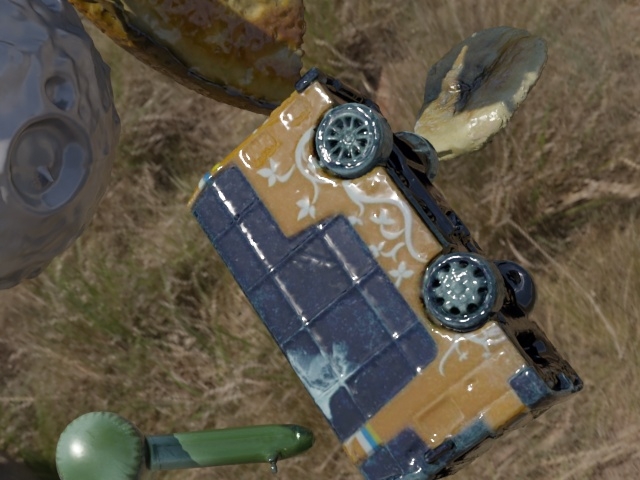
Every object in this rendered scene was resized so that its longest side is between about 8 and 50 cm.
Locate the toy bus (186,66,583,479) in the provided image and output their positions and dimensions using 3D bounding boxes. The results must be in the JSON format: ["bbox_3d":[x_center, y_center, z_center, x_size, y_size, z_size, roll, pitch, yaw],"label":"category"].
[{"bbox_3d":[0.052,0.038,0.832,0.194,0.162,0.323,-40,71,16],"label":"toy bus"}]

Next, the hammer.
[{"bbox_3d":[-0.172,0.287,1.318,0.335,0.206,0.119,-4,72,-4],"label":"hammer"}]

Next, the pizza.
[{"bbox_3d":[-0.115,-0.385,1.093,0.406,0.440,0.130,-55,29,-10],"label":"pizza"}]

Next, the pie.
[{"bbox_3d":[0.208,-0.195,1.257,0.185,0.052,0.218,-22,35,33],"label":"pie"}]

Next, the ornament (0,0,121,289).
[{"bbox_3d":[-0.348,-0.103,0.916,0.337,0.337,0.337,-14,55,21],"label":"ornament"}]
